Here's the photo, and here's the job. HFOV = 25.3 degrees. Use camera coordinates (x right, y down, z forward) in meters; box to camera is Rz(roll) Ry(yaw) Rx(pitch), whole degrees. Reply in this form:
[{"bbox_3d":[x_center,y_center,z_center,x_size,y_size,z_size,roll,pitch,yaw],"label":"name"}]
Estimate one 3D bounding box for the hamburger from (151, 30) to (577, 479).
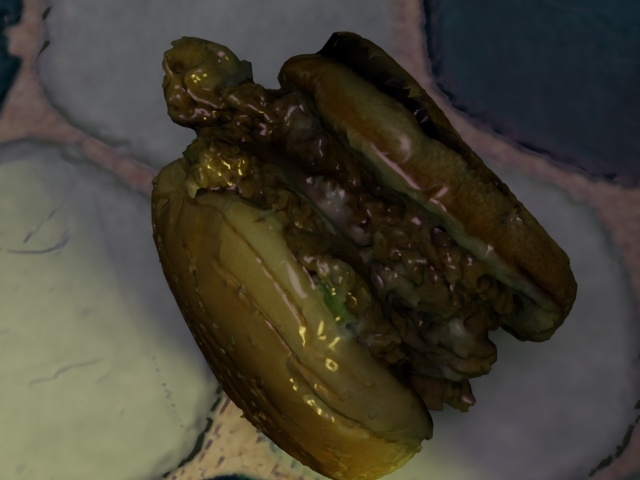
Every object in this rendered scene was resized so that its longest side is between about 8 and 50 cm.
[{"bbox_3d":[0.000,0.000,0.534,0.131,0.159,0.185,-37,96,-2],"label":"hamburger"}]
